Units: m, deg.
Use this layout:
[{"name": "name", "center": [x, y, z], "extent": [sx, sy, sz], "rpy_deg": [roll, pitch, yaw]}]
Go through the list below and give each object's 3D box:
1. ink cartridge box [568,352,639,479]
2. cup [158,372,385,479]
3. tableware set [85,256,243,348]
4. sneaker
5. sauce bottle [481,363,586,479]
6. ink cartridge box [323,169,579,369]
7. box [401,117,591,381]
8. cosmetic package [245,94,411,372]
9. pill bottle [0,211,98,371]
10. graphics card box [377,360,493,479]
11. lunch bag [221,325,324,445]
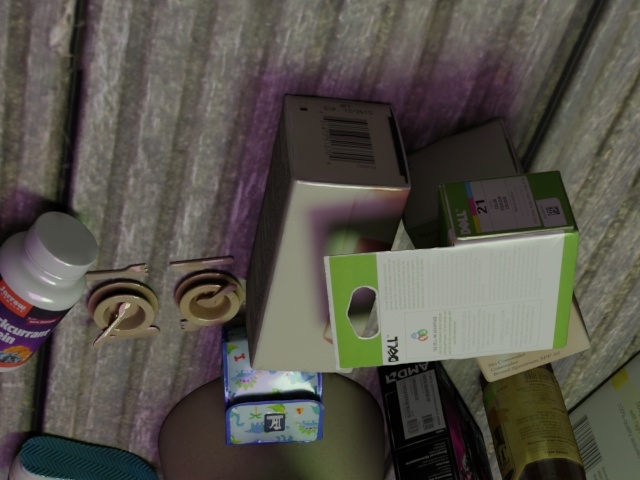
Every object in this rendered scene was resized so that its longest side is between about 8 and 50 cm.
[{"name": "ink cartridge box", "center": [0.498, 0.318, 1.590], "extent": [0.160, 0.279, 0.384], "rpy_deg": [20, 128, -27]}, {"name": "cup", "center": [-0.055, 0.369, 1.580], "extent": [0.331, 0.237, 0.331], "rpy_deg": [-5, 134, -5]}, {"name": "tableware set", "center": [-0.192, 0.085, 1.418], "extent": [0.194, 0.039, 0.128], "rpy_deg": [-7, 135, -3]}, {"name": "sneaker", "center": [-0.331, 0.348, 1.628], "extent": [0.229, 0.087, 0.092], "rpy_deg": [24, 133, -20]}, {"name": "sauce bottle", "center": [0.292, 0.305, 1.500], "extent": [0.111, 0.344, 0.111], "rpy_deg": [-3, 133, -3]}, {"name": "ink cartridge box", "center": [0.134, 0.035, 1.216], "extent": [0.255, 0.097, 0.188], "rpy_deg": [-6, 135, 1]}, {"name": "box", "center": [0.207, 0.019, 1.362], "extent": [0.148, 0.121, 0.311], "rpy_deg": [-22, 133, 13]}, {"name": "cosmetic package", "center": [0.000, 0.000, 1.291], "extent": [0.129, 0.153, 0.296], "rpy_deg": [4, 134, -12]}, {"name": "pill bottle", "center": [-0.340, 0.057, 1.319], "extent": [0.108, 0.108, 0.193], "rpy_deg": [25, 125, -29]}, {"name": "graphics card box", "center": [0.177, 0.359, 1.514], "extent": [0.094, 0.371, 0.233], "rpy_deg": [-22, 132, 12]}, {"name": "lunch bag", "center": [-0.062, 0.189, 1.464], "extent": [0.129, 0.096, 0.151], "rpy_deg": [-2, 101, -5]}]
